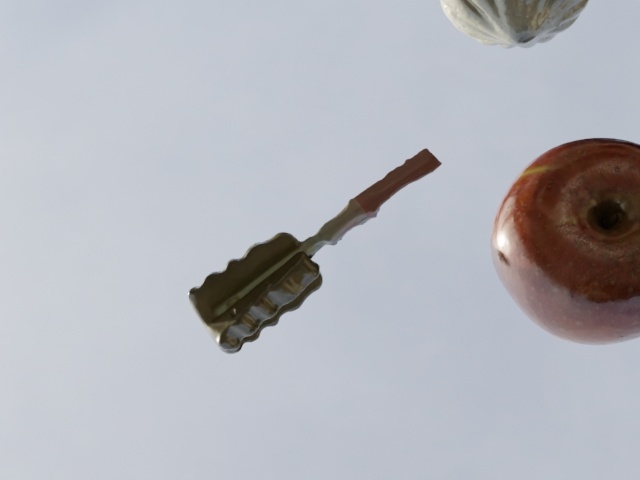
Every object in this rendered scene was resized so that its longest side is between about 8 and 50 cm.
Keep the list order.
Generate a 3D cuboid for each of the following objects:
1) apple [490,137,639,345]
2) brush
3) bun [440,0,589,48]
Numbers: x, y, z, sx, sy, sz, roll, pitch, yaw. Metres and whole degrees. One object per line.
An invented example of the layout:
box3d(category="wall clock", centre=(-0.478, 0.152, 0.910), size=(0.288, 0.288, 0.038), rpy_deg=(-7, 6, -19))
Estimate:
box3d(category="apple", centre=(0.260, 0.003, 1.486), size=(0.201, 0.162, 0.201), rpy_deg=(-2, -114, 4))
box3d(category="brush", centre=(0.000, 0.000, 1.652), size=(0.301, 0.071, 0.084), rpy_deg=(-36, -110, -5))
box3d(category="bun", centre=(0.168, -0.208, 1.353), size=(0.138, 0.138, 0.094), rpy_deg=(0, -124, -5))
